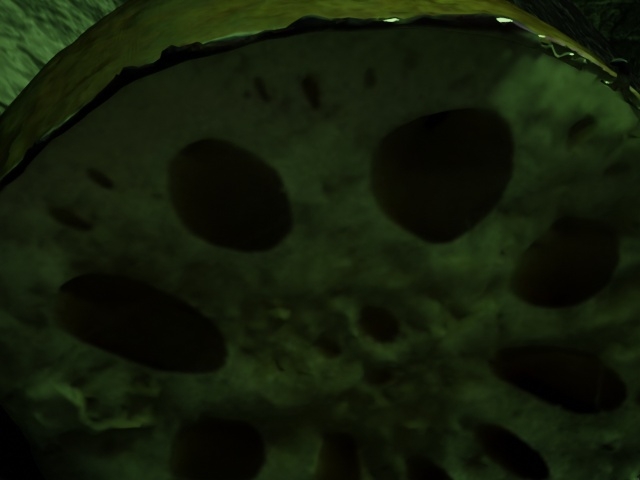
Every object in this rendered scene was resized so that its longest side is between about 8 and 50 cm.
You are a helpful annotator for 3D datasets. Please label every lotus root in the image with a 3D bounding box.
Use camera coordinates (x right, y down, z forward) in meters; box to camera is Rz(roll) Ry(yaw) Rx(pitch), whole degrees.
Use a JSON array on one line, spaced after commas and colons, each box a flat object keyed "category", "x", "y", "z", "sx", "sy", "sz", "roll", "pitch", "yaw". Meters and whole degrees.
[{"category": "lotus root", "x": 0.000, "y": 0.000, "z": 0.597, "sx": 0.272, "sy": 0.272, "sz": 0.192, "roll": 42, "pitch": 13, "yaw": -23}]
